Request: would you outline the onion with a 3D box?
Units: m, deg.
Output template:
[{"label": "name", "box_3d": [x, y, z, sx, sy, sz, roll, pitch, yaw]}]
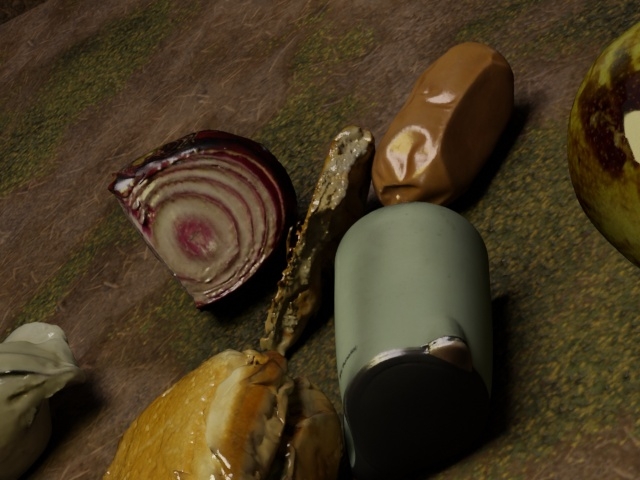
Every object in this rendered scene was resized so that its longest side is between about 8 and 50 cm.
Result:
[{"label": "onion", "box_3d": [-0.136, -0.041, 2.443, 0.207, 0.216, 0.206, -31, 8, -3]}]

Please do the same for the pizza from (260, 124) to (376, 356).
[{"label": "pizza", "box_3d": [-0.001, 0.000, 2.267, 0.189, 0.071, 0.297, 111, -176, -61]}]

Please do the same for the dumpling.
[{"label": "dumpling", "box_3d": [-0.455, 0.221, 2.469, 0.318, 0.187, 0.243, -40, 28, 8]}]

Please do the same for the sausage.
[{"label": "sausage", "box_3d": [0.149, -0.133, 2.272, 0.136, 0.120, 0.241, -5, 45, 53]}]

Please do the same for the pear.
[{"label": "pear", "box_3d": [0.358, -0.081, 1.731, 0.283, 0.283, 0.283, -32, 26, 18]}]

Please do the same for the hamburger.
[{"label": "hamburger", "box_3d": [-0.114, 0.263, 1.928, 0.284, 0.174, 0.304, -33, 22, 35]}]

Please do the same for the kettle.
[{"label": "kettle", "box_3d": [0.086, 0.118, 1.940, 0.255, 0.165, 0.240, -91, 25, -54]}]
